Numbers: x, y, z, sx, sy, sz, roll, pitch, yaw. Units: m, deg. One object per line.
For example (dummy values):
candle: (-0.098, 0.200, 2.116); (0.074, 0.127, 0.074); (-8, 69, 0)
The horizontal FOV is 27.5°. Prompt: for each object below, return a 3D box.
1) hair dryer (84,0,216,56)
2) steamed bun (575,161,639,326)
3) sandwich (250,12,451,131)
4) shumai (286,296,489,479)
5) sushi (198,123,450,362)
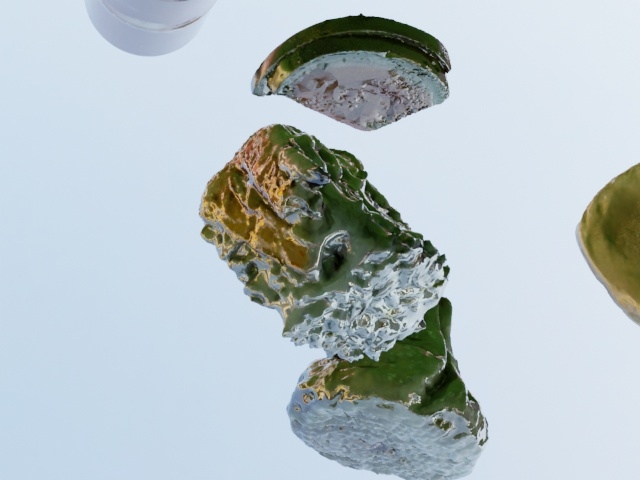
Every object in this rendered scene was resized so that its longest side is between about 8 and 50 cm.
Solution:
hair dryer: (-0.241, -0.208, 0.956); (0.344, 0.107, 0.189); (1, 175, -13)
steamed bun: (0.370, 0.018, 1.401); (0.155, 0.140, 0.172); (32, -153, -57)
sandwich: (0.021, -0.086, 0.687); (0.101, 0.069, 0.026); (13, -135, -26)
shumai: (0.110, 0.174, 1.845); (0.304, 0.309, 0.264); (31, -122, -36)
sushi: (0.000, 0.000, 1.130); (0.184, 0.139, 0.274); (47, -168, 28)
